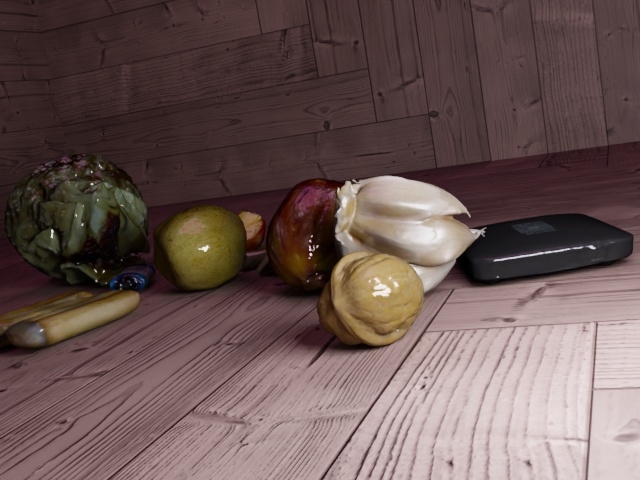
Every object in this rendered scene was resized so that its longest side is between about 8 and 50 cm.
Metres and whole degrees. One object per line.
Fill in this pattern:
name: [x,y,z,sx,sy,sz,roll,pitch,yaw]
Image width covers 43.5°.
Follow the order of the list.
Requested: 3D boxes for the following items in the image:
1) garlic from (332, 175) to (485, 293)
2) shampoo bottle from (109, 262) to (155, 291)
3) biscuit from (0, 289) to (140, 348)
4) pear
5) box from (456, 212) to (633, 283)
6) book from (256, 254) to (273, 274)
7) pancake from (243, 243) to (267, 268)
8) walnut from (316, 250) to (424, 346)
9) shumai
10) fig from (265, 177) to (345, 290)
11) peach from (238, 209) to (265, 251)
garlic: [0.138,-0.003,1.431,0.291,0.238,0.210,22,16,-9]
shampoo bottle: [-0.462,0.096,1.967,0.087,0.050,0.183,-7,9,0]
biscuit: [-0.537,0.159,1.628,0.236,0.062,0.290,-5,10,32]
pear: [-0.265,0.014,1.824,0.211,0.188,0.228,-23,14,-26]
box: [0.406,0.011,1.515,0.289,0.073,0.289,-9,10,1]
book: [0.016,-0.013,1.889,0.310,0.021,0.217,-16,-21,-34]
pancake: [-0.086,0.009,2.101,0.197,0.054,0.376,-5,9,32]
walnut: [0.077,0.085,1.196,0.166,0.149,0.166,-18,-16,-5]
shumai: [-0.618,-0.057,2.131,0.395,0.395,0.348,-15,9,-28]
fig: [-0.002,-0.008,1.623,0.223,0.224,0.263,-3,18,36]
peach: [-0.218,-0.011,2.182,0.151,0.118,0.151,-7,37,5]
